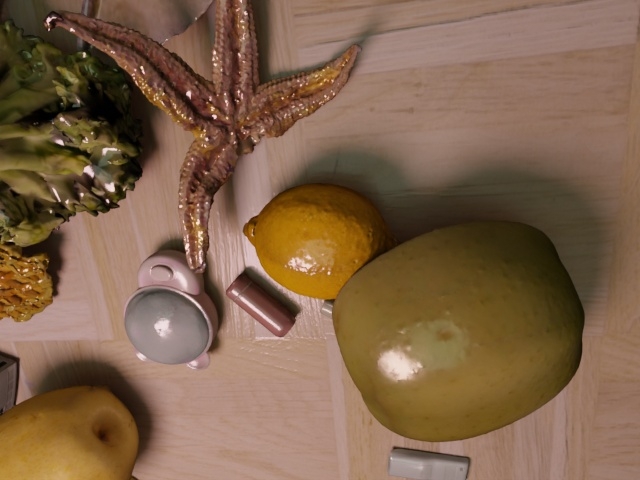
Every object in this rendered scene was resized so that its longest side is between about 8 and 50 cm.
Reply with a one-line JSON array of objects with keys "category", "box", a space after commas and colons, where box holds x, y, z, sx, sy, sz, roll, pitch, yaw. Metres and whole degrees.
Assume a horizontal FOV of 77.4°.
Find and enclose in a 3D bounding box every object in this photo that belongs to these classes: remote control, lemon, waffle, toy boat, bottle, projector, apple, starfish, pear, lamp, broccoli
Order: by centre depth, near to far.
[{"category": "starfish", "box": [-0.139, -0.203, 0.592, 0.398, 0.132, 0.383, -32, 125, 0]}, {"category": "broccoli", "box": [-0.442, -0.174, 0.596, 0.294, 0.280, 0.347, -25, 115, 16]}, {"category": "toy boat", "box": [-0.254, -0.438, 0.598, 0.276, 0.111, 0.293, 7, 118, 9]}, {"category": "apple", "box": [0.218, 0.139, 0.620, 0.361, 0.320, 0.311, -22, 83, 6]}, {"category": "lemon", "box": [0.000, 0.000, 0.639, 0.257, 0.188, 0.188, 10, 108, 12]}, {"category": "waffle", "box": [-0.656, 0.073, 0.758, 0.292, 0.051, 0.291, -5, 139, -4]}, {"category": "bottle", "box": [-0.113, 0.125, 0.761, 0.140, 0.053, 0.053, 41, 108, -5]}, {"category": "lamp", "box": [-0.290, 0.140, 0.764, 0.180, 0.108, 0.245, 5, 107, 2]}, {"category": "pear", "box": [-0.526, 0.453, 0.798, 0.310, 0.309, 0.308, 2, 107, 8]}, {"category": "remote control", "box": [0.221, 0.471, 0.827, 0.162, 0.029, 0.061, 4, 108, 7]}, {"category": "projector", "box": [-0.763, 0.326, 0.912, 0.115, 0.061, 0.147, 19, 108, 1]}]

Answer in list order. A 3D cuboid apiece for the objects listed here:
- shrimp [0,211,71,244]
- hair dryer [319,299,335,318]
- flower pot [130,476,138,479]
[{"category": "shrimp", "box": [-0.626, -0.067, 0.719, 0.290, 0.075, 0.178, -3, 127, -6]}, {"category": "hair dryer", "box": [0.087, 0.095, 0.730, 0.167, 0.067, 0.199, 9, 97, 11]}, {"category": "flower pot", "box": [-0.525, 0.663, 0.916, 0.195, 0.179, 0.195, 2, 107, 6]}]
